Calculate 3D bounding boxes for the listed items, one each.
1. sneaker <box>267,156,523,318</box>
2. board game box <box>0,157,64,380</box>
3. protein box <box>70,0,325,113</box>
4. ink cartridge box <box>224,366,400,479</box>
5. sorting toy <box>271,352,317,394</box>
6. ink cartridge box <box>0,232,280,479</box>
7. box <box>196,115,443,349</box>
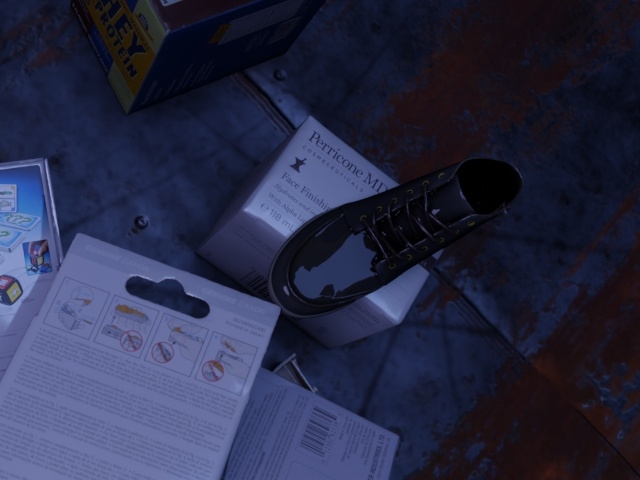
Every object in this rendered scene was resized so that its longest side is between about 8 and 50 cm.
[{"bbox_3d":[0.060,-0.012,0.875,0.222,0.118,0.083,-30,89,-23],"label":"sneaker"},{"bbox_3d":[-0.375,0.044,0.892,0.305,0.053,0.193,-9,94,-17],"label":"board game box"},{"bbox_3d":[-0.116,-0.250,1.027,0.201,0.200,0.136,-26,86,-25],"label":"protein box"},{"bbox_3d":[-0.087,0.178,0.929,0.311,0.065,0.186,29,28,-2],"label":"ink cartridge box"},{"bbox_3d":[-0.035,0.168,1.035,0.075,0.045,0.083,-35,92,-16],"label":"sorting toy"},{"bbox_3d":[-0.155,0.132,0.827,0.189,0.066,0.232,20,58,-1],"label":"ink cartridge box"},{"bbox_3d":[0.000,0.000,1.014,0.181,0.182,0.119,36,67,-9],"label":"box"}]
